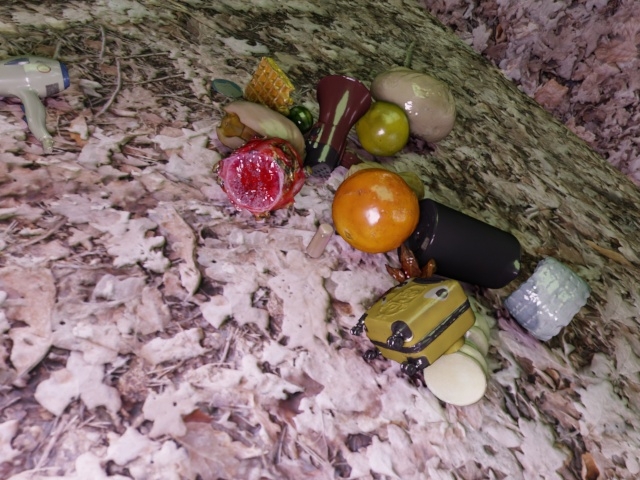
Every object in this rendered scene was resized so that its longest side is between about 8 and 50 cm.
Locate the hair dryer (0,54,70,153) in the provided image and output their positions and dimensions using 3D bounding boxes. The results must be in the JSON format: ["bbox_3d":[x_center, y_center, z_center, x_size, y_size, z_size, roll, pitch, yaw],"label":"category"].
[{"bbox_3d":[-0.799,-0.355,1.318,0.296,0.119,0.298,5,57,-18],"label":"hair dryer"}]

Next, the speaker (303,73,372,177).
[{"bbox_3d":[0.058,-0.334,1.747,0.198,0.259,0.329,1,64,29],"label":"speaker"}]

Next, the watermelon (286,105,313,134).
[{"bbox_3d":[-0.076,-0.406,1.788,0.109,0.109,0.109,17,40,-15],"label":"watermelon"}]

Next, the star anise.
[{"bbox_3d":[0.244,0.125,1.361,0.212,0.196,0.111,46,-4,-26],"label":"star anise"}]

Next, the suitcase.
[{"bbox_3d":[0.216,0.190,1.193,0.235,0.194,0.143,-34,104,-23],"label":"suitcase"}]

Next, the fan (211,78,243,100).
[{"bbox_3d":[-0.309,-0.509,1.831,0.113,0.005,0.175,-8,50,-37],"label":"fan"}]

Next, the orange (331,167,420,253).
[{"bbox_3d":[0.148,-0.080,1.452,0.240,0.240,0.240,17,40,-15],"label":"orange"}]

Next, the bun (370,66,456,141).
[{"bbox_3d":[0.366,-0.539,2.045,0.362,0.234,0.326,36,21,3],"label":"bun"}]

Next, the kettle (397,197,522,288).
[{"bbox_3d":[0.393,0.025,1.561,0.308,0.262,0.203,18,75,-18],"label":"kettle"}]

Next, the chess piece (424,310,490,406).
[{"bbox_3d":[0.349,0.266,1.292,0.144,0.144,0.251,34,33,7],"label":"chess piece"}]

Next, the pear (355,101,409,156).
[{"bbox_3d":[0.223,-0.395,1.883,0.198,0.198,0.198,17,40,-15],"label":"pear"}]

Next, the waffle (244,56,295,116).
[{"bbox_3d":[-0.165,-0.485,1.774,0.055,0.160,0.210,-3,52,-46],"label":"waffle"}]

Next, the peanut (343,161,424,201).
[{"bbox_3d":[0.207,-0.170,1.668,0.306,0.147,0.147,9,43,-28],"label":"peanut"}]

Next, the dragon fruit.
[{"bbox_3d":[-0.167,-0.158,1.395,0.283,0.210,0.147,3,32,10],"label":"dragon fruit"}]

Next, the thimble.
[{"bbox_3d":[0.650,0.164,1.510,0.172,0.204,0.250,44,36,17],"label":"thimble"}]

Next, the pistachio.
[{"bbox_3d":[-0.171,-0.312,1.581,0.288,0.166,0.197,33,15,11],"label":"pistachio"}]

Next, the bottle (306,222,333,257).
[{"bbox_3d":[0.000,0.000,1.388,0.045,0.096,0.045,18,40,-16],"label":"bottle"}]
